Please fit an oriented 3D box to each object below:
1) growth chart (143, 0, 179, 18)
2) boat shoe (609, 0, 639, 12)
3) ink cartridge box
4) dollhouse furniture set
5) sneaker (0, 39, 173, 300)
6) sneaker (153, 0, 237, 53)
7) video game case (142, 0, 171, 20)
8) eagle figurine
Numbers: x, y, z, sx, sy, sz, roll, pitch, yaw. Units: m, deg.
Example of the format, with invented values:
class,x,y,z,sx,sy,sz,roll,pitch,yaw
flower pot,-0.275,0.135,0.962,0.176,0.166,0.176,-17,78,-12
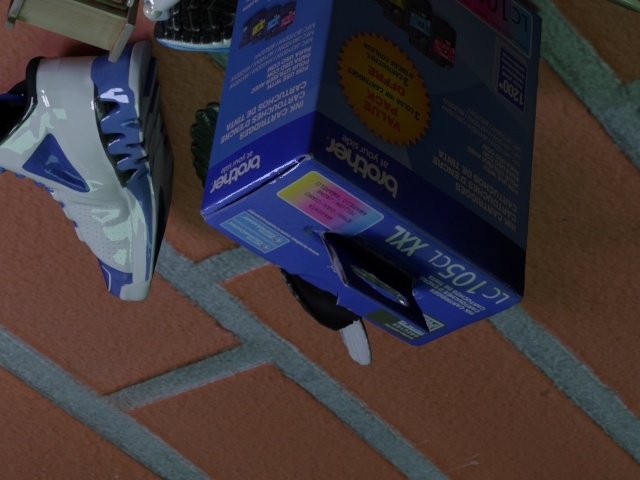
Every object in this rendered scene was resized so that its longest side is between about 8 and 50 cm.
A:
class,x,y,z,sx,sy,sz,roll,pitch,yaw
growth chart,-0.186,-0.269,1.489,0.237,0.021,0.172,34,148,-7
boat shoe,0.321,-0.239,1.764,0.206,0.075,0.065,20,98,-11
ink cartridge box,0.053,-0.090,1.689,0.270,0.395,0.151,31,141,-31
dollhouse furniture set,-0.241,-0.275,1.726,0.182,0.101,0.161,18,141,-16
sneaker,-0.256,-0.087,1.973,0.182,0.127,0.315,5,136,6
sneaker,-0.083,-0.194,1.849,0.162,0.063,0.073,4,146,1
video game case,-0.147,-0.325,1.574,0.023,0.193,0.212,-3,142,7
eagle figurine,0.002,-0.011,1.987,0.298,0.225,0.226,15,153,-31
